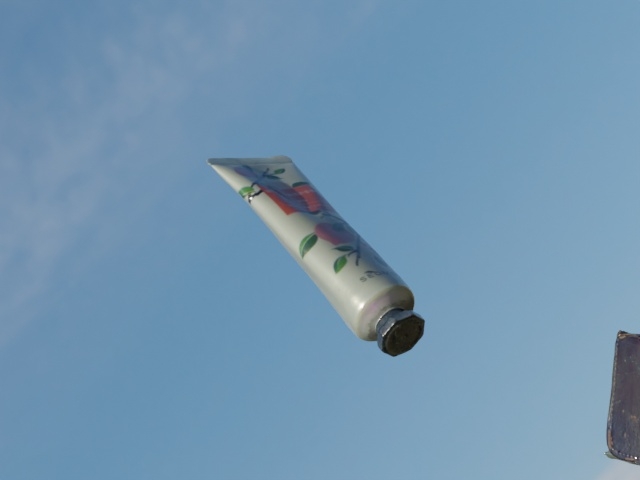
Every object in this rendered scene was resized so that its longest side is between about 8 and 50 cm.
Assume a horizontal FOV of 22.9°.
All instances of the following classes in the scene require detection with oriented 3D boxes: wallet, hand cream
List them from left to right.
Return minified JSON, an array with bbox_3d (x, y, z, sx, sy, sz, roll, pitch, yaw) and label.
[{"bbox_3d":[0.000,0.000,1.165,0.080,0.234,0.050,-3,-54,-37],"label":"hand cream"},{"bbox_3d":[0.342,0.148,1.335,0.031,0.232,0.122,1,-85,-42],"label":"wallet"}]
